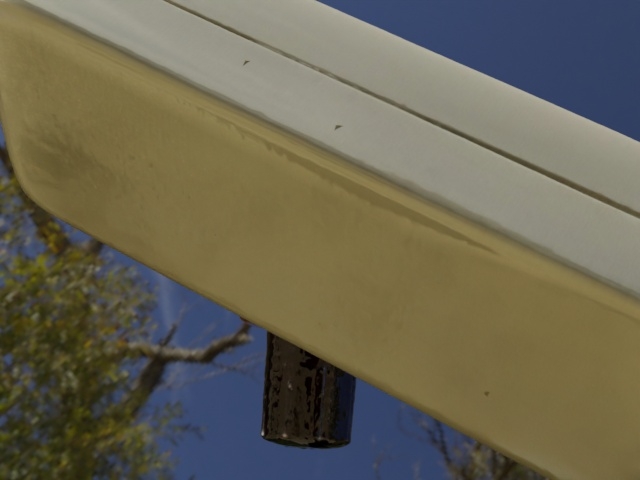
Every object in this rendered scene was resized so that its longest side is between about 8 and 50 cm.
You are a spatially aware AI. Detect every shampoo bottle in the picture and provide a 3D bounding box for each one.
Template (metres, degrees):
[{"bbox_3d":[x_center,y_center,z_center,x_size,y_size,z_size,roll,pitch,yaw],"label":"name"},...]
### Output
[{"bbox_3d":[0.000,0.000,0.806,0.104,0.104,0.278,-3,-103,34],"label":"shampoo bottle"}]

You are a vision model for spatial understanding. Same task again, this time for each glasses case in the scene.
[{"bbox_3d":[0.015,-0.012,0.466,0.313,0.070,0.131,26,-34,16],"label":"glasses case"}]
